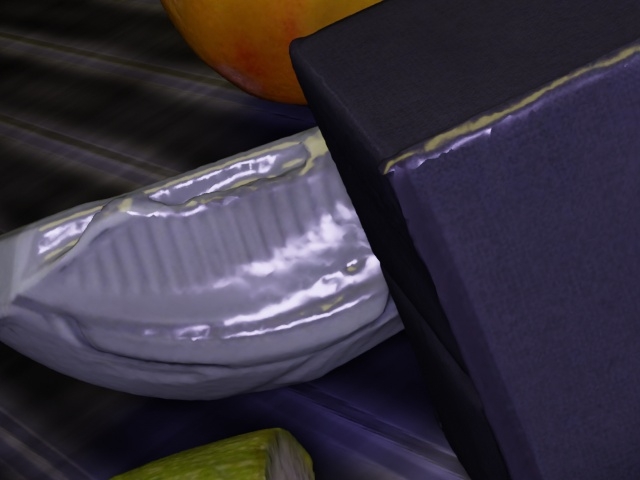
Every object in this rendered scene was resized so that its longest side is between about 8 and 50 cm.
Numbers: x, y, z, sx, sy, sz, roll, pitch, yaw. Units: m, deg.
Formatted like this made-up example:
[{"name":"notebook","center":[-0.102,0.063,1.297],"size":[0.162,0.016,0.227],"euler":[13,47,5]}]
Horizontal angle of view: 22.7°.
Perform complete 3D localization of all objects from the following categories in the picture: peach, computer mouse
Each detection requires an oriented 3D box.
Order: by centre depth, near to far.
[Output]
[{"name":"computer mouse","center":[0.003,0.002,0.954],"size":[0.429,0.145,0.228],"euler":[-20,0,-5]},{"name":"peach","center":[-0.009,-0.247,1.336],"size":[0.289,0.289,0.308],"euler":[-33,-1,-20]}]

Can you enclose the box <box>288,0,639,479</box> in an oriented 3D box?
[{"name":"box","center":[0.193,-0.033,0.754],"size":[0.345,0.251,0.204],"euler":[-25,25,-4]}]

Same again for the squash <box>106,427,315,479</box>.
[{"name":"squash","center":[-0.128,0.182,0.793],"size":[0.252,0.093,0.169],"euler":[-19,27,10]}]
